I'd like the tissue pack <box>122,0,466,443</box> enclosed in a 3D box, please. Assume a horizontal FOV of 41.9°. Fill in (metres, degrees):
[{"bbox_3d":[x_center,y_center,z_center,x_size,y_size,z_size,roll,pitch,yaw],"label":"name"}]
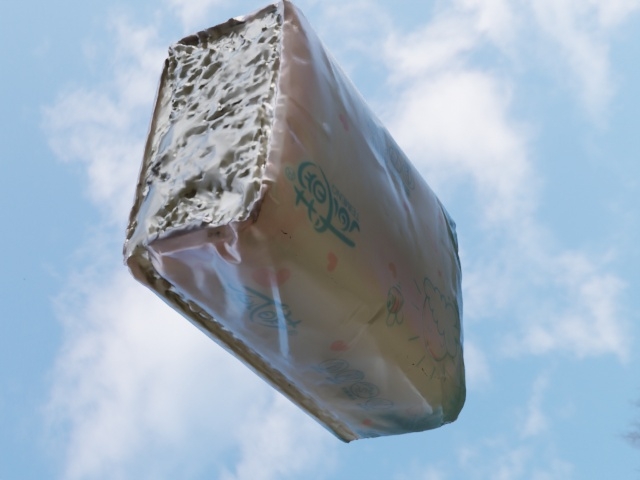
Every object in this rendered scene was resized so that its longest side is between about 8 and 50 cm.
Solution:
[{"bbox_3d":[0.000,-0.002,0.582,0.271,0.124,0.201,46,-146,-42],"label":"tissue pack"}]
